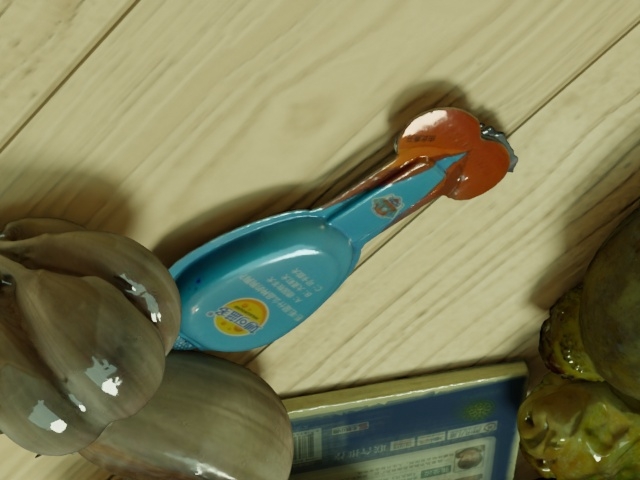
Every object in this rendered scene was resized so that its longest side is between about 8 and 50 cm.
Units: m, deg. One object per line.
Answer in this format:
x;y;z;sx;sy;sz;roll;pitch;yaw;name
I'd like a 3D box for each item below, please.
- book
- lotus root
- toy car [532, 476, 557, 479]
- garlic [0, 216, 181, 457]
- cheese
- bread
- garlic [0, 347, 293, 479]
0.040;0.210;1.167;0.228;0.018;0.322;-8;139;-8;book
0.278;0.025;0.943;0.309;0.173;0.173;-31;138;27;lotus root
0.292;0.219;1.188;0.301;0.118;0.193;-7;145;-15;toy car
-0.160;0.030;0.843;0.131;0.127;0.194;-40;111;-18;garlic
0.000;0.000;0.908;0.256;0.037;0.106;-33;138;17;cheese
0.269;0.124;1.072;0.269;0.098;0.087;-4;114;-13;bread
-0.109;0.127;0.975;0.198;0.091;0.128;14;144;-22;garlic
